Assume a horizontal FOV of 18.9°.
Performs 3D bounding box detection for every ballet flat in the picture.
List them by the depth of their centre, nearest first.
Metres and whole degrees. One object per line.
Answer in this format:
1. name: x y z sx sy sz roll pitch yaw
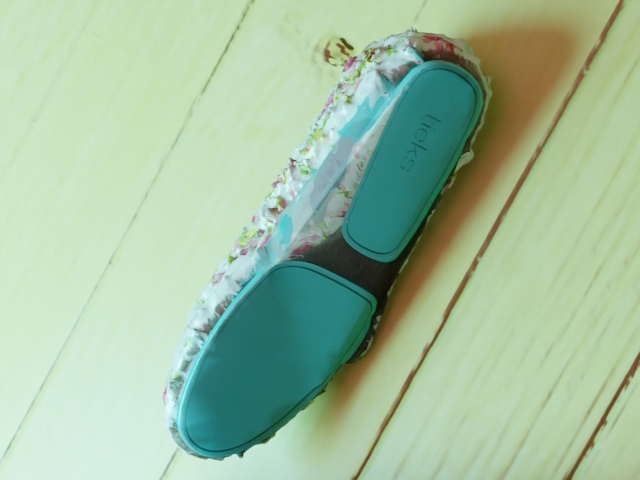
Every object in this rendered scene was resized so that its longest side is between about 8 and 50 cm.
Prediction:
1. ballet flat: 0.000 0.000 0.948 0.241 0.091 0.077 -54 27 4
